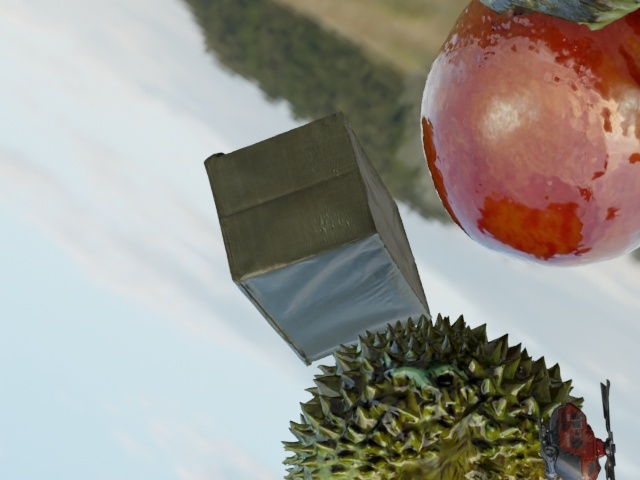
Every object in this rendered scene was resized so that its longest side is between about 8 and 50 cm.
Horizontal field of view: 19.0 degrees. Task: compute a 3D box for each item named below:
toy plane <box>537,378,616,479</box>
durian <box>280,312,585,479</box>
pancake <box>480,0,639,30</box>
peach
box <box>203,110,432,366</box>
[{"bbox_3d":[0.198,0.170,1.445,0.145,0.060,0.037,-91,-11,-45],"label":"toy plane"},{"bbox_3d":[0.101,0.184,1.623,0.291,0.291,0.225,41,151,41],"label":"durian"},{"bbox_3d":[0.096,-0.279,1.251,0.427,0.067,0.305,40,163,-34],"label":"pancake"},{"bbox_3d":[0.203,-0.115,1.617,0.281,0.238,0.281,163,90,-77],"label":"peach"},{"bbox_3d":[0.000,0.000,1.935,0.231,0.149,0.155,56,-164,-60],"label":"box"}]
